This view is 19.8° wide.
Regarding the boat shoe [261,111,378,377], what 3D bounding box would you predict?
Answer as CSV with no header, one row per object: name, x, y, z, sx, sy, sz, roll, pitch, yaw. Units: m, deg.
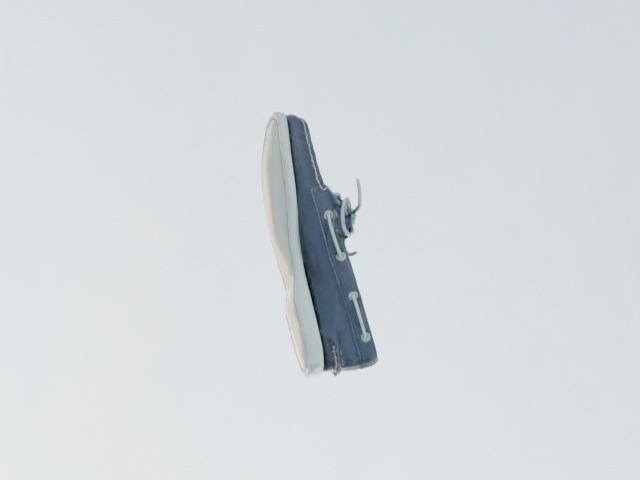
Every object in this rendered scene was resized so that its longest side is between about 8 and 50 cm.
boat shoe,0.000,0.000,1.715,0.095,0.079,0.255,120,-39,-68
